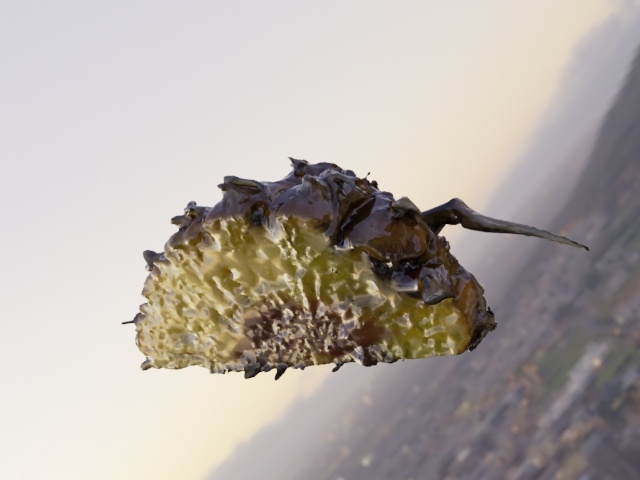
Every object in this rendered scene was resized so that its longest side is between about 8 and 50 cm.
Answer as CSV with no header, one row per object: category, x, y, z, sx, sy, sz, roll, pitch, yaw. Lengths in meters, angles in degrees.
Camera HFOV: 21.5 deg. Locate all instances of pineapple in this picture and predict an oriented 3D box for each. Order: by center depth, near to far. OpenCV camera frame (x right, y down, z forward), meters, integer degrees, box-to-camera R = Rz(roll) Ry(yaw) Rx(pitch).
pineapple,0.002,-0.003,1.255,0.334,0.161,0.158,-5,27,40
